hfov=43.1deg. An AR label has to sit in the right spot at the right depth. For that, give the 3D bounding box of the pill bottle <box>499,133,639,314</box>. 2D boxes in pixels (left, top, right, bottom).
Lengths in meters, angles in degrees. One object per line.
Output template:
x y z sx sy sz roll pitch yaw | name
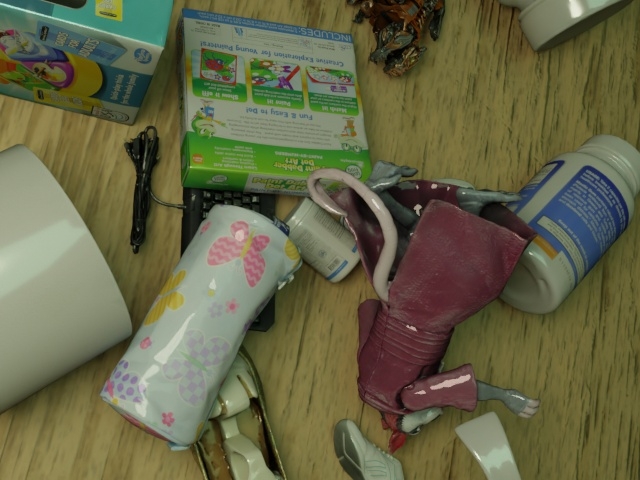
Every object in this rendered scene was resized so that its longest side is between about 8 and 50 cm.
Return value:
0.358 -0.033 1.184 0.272 0.152 0.152 -42 95 -23 | pill bottle

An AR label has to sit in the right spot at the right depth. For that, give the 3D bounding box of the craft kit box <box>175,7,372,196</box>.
-0.063 -0.180 1.082 0.250 0.061 0.246 4 61 -21 | craft kit box

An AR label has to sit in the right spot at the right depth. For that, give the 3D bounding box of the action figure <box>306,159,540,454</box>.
0.119 0.106 0.992 0.276 0.248 0.370 -2 112 -43 | action figure

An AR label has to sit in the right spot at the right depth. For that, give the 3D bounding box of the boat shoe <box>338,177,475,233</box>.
0.139 -0.040 1.144 0.226 0.076 0.083 -19 86 -23 | boat shoe

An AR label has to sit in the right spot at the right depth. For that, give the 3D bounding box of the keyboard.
-0.152 -0.043 1.033 0.202 0.033 0.317 6 65 -19 | keyboard

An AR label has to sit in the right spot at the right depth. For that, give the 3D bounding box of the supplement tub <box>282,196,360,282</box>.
0.000 0.000 1.087 0.107 0.071 0.071 41 68 -8 | supplement tub

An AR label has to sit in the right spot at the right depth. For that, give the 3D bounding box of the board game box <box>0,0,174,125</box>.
-0.354 -0.240 0.908 0.336 0.254 0.079 12 75 -17 | board game box

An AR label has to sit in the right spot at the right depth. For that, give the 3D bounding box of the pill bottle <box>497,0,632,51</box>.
0.326 -0.490 1.243 0.204 0.204 0.361 -26 88 -23 | pill bottle

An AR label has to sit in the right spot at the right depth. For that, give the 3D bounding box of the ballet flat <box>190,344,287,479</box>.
-0.105 0.232 0.975 0.123 0.123 0.348 -15 84 -23 | ballet flat

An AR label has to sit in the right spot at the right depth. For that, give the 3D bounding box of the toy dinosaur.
0.102 -0.408 1.199 0.218 0.164 0.322 20 53 -31 | toy dinosaur

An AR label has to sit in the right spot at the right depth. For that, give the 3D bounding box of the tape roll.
-0.335 0.041 0.860 0.169 0.246 0.246 -32 91 -23 | tape roll

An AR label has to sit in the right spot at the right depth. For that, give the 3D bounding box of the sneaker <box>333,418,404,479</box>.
0.068 0.295 1.064 0.061 0.054 0.152 -31 97 -32 | sneaker

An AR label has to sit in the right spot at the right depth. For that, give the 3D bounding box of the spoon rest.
0.228 0.340 1.030 0.137 0.084 0.276 -23 126 -6 | spoon rest

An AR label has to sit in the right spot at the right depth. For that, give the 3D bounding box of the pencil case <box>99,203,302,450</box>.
-0.130 0.092 0.911 0.124 0.113 0.273 41 70 -32 | pencil case
